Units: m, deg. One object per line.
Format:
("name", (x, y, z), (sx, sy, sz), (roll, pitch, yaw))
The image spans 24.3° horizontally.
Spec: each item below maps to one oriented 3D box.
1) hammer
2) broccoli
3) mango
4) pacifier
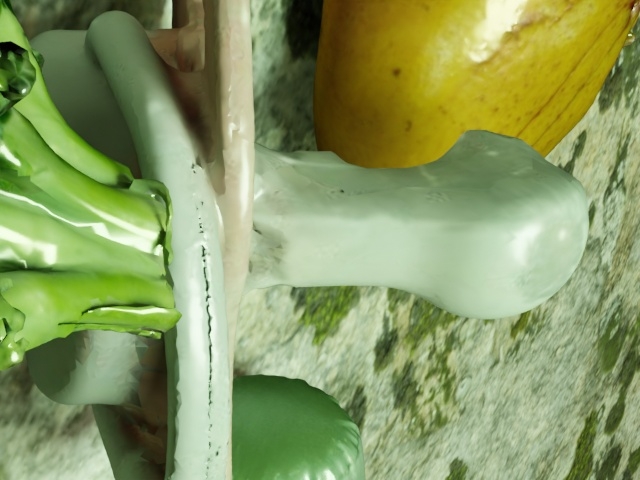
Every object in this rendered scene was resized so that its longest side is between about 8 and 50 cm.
("hammer", (-0.102, 0.233, 0.845), (0.335, 0.119, 0.206), (-37, 138, -35))
("broccoli", (-0.137, -0.007, 0.475), (0.176, 0.226, 0.198), (-16, 133, -45))
("mango", (0.098, -0.158, 0.853), (0.199, 0.201, 0.350), (30, 91, -26))
("pacifier", (-0.032, -0.009, 0.670), (0.273, 0.220, 0.332), (-26, 137, -38))
